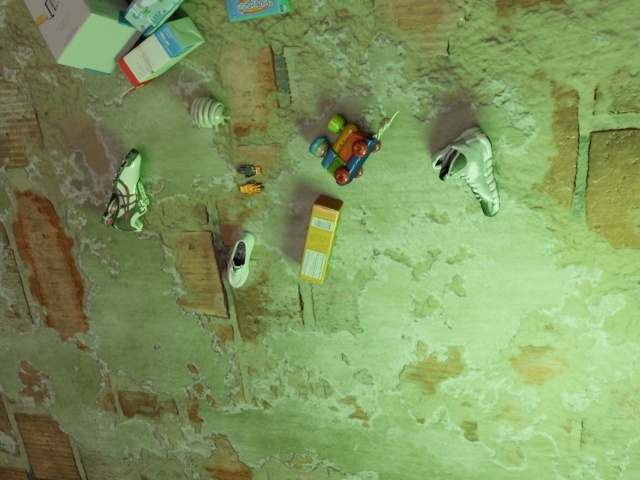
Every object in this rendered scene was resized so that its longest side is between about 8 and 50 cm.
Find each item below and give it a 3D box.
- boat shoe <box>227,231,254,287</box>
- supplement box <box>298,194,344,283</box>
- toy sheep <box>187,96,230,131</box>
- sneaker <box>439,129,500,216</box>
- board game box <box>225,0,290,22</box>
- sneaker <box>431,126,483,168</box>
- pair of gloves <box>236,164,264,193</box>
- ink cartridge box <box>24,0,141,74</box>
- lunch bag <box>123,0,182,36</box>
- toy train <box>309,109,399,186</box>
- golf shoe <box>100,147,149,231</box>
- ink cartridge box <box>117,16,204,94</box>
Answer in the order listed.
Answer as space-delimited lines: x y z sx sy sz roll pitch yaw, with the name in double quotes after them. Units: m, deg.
-0.236 0.065 2.032 0.066 0.063 0.184 27 118 5 "boat shoe"
0.000 0.000 1.922 0.080 0.078 0.234 18 118 6 "supplement box"
-0.297 -0.340 1.863 0.132 0.091 0.091 12 116 18 "toy sheep"
0.356 -0.149 1.706 0.132 0.086 0.229 -18 115 -5 "sneaker"
-0.170 -0.648 1.690 0.160 0.047 0.210 1 113 30 "board game box"
0.338 -0.221 1.725 0.152 0.061 0.054 -37 96 26 "sneaker"
-0.195 -0.169 1.946 0.074 0.010 0.083 1 112 18 "pair of gloves"
-0.601 -0.572 1.764 0.168 0.171 0.233 -42 69 27 "ink cartridge box"
-0.376 -0.612 1.710 0.219 0.176 0.090 -41 114 19 "lunch bag"
0.081 -0.272 1.770 0.143 0.105 0.248 41 119 12 "toy train"
-0.548 -0.145 2.034 0.120 0.105 0.273 20 125 -9 "golf shoe"
-0.429 -0.478 1.814 0.231 0.134 0.078 -28 103 25 "ink cartridge box"
